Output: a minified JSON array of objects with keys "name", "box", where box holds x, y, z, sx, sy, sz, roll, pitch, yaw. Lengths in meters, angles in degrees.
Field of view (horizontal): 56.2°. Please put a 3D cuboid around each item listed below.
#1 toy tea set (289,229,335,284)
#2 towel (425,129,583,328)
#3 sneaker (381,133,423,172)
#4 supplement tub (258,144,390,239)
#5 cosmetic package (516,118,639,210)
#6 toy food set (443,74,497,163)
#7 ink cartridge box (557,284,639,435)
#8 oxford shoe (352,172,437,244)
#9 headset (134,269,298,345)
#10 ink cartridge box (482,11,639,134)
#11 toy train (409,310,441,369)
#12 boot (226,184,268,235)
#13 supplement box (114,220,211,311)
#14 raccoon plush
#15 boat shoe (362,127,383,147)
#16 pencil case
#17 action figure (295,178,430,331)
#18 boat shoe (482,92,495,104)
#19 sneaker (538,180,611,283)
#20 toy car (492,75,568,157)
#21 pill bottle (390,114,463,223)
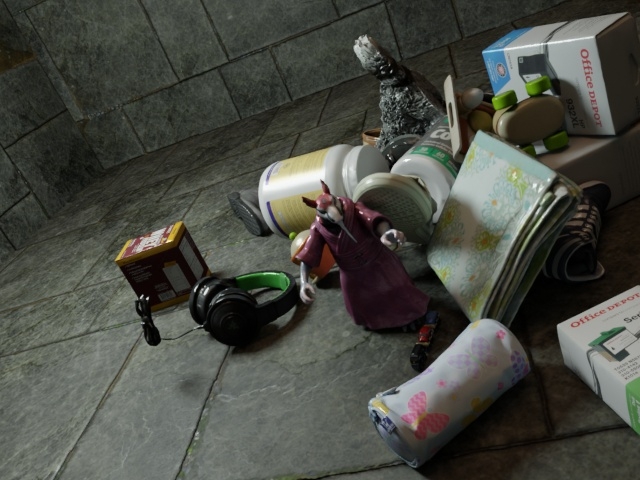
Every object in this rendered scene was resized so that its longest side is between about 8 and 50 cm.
[{"name":"toy tea set","box":[0.000,0.000,1.494,0.200,0.124,0.336,-52,-1,-12]},{"name":"towel","box":[0.337,-0.031,1.203,0.090,0.321,0.374,18,20,-15]},{"name":"sneaker","box":[0.194,-0.199,1.829,0.340,0.125,0.140,-29,30,33]},{"name":"supplement tub","box":[0.016,-0.138,1.717,0.331,0.241,0.241,-9,29,34]},{"name":"cosmetic package","box":[0.602,-0.178,1.399,0.453,0.162,0.230,-26,25,-3]},{"name":"toy food set","box":[0.455,-0.291,1.545,0.092,0.305,0.220,-39,47,54]},{"name":"ink cartridge box","box":[0.484,0.177,0.889,0.160,0.093,0.219,-25,26,-3]},{"name":"oxford shoe","box":[0.176,-0.091,1.315,0.169,0.130,0.449,13,-6,18]},{"name":"headset","box":[-0.246,0.147,1.472,0.394,0.185,0.243,-23,22,-26]},{"name":"ink cartridge box","box":[0.546,-0.365,1.356,0.129,0.223,0.307,-34,25,-21]},{"name":"toy train","box":[0.205,0.188,1.174,0.027,0.036,0.158,-7,30,32]},{"name":"boot","box":[-0.184,-0.142,2.070,0.222,0.118,0.338,-24,29,-13]},{"name":"supplement box","box":[-0.461,0.079,1.776,0.191,0.194,0.129,-19,25,10]},{"name":"raccoon plush","box":[0.194,-0.403,1.873,0.299,0.446,0.216,-40,21,29]},{"name":"boat shoe","box":[0.284,-0.354,2.062,0.324,0.117,0.123,-8,30,30]},{"name":"pencil case","box":[0.209,0.242,0.976,0.273,0.114,0.124,-32,44,-18]},{"name":"action figure","box":[0.088,0.013,1.219,0.248,0.370,0.276,-18,31,23]},{"name":"boat shoe","box":[0.581,-0.394,1.867,0.132,0.130,0.355,-31,26,-14]},{"name":"sneaker","box":[0.534,-0.016,1.209,0.282,0.099,0.153,-39,24,-15]},{"name":"toy car","box":[0.458,-0.278,1.374,0.148,0.155,0.188,-22,12,5]},{"name":"pill bottle","box":[0.358,-0.223,1.643,0.204,0.204,0.361,2,36,42]}]
